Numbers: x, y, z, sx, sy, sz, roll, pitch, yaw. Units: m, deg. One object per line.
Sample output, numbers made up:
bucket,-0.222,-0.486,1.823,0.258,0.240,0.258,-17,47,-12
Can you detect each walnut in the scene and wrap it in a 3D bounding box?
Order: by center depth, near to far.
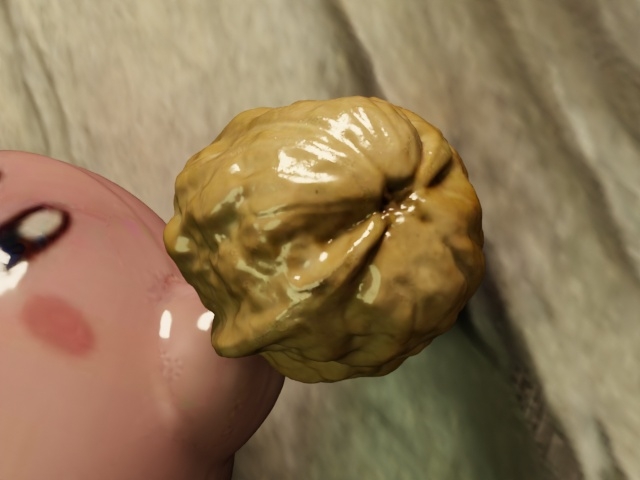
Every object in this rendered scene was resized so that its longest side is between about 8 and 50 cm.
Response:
walnut,0.000,0.000,0.503,0.079,0.082,0.096,46,155,-12

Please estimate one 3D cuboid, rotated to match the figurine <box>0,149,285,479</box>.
figurine,-0.105,0.054,0.597,0.173,0.173,0.173,25,123,47
